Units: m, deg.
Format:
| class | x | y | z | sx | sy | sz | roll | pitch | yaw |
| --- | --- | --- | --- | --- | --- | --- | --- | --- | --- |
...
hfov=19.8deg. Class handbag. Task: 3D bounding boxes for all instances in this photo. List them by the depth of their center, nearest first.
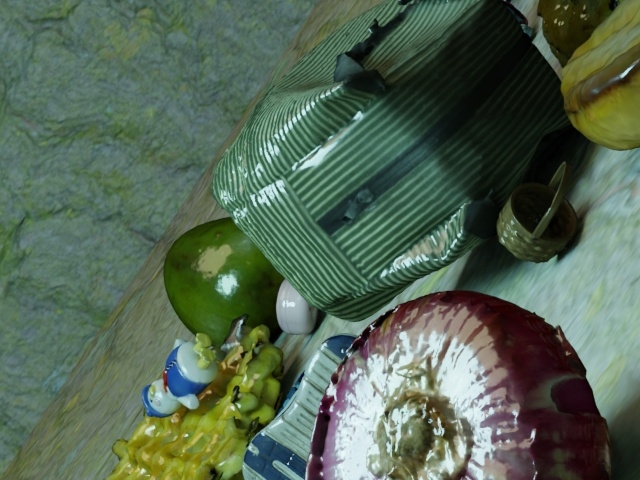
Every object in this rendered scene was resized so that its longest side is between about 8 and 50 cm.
| class | x | y | z | sx | sy | sz | roll | pitch | yaw |
| --- | --- | --- | --- | --- | --- | --- | --- | --- | --- |
| handbag | 0.090 | -0.103 | 1.700 | 0.341 | 0.247 | 0.240 | -46 | 4 | -34 |

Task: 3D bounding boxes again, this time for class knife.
| class | x | y | z | sx | sy | sz | roll | pitch | yaw |
| --- | --- | --- | --- | --- | --- | --- | --- | --- | --- |
| knife | -0.001 | -0.002 | 2.279 | 0.336 | 0.043 | 0.081 | -70 | -24 | -53 |

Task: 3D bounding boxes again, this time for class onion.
| class | x | y | z | sx | sy | sz | roll | pitch | yaw |
| --- | --- | --- | --- | --- | --- | --- | --- | --- | --- |
| onion | 0.106 | 0.151 | 1.219 | 0.230 | 0.163 | 0.230 | -21 | 57 | 37 |

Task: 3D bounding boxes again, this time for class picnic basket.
| class | x | y | z | sx | sy | sz | roll | pitch | yaw |
| --- | --- | --- | --- | --- | --- | --- | --- | --- | --- |
| picnic basket | 0.190 | -0.026 | 1.538 | 0.072 | 0.072 | 0.083 | -68 | 4 | -47 |

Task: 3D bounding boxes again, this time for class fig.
| class | x | y | z | sx | sy | sz | roll | pitch | yaw |
| --- | --- | --- | --- | --- | --- | --- | --- | --- | --- |
| fig | -0.112 | 0.050 | 2.361 | 0.181 | 0.191 | 0.181 | -51 | -29 | -43 |

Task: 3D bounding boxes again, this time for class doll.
| class | x | y | z | sx | sy | sz | roll | pitch | yaw |
| --- | --- | --- | --- | --- | --- | --- | --- | --- | --- |
| doll | -0.165 | 0.164 | 2.137 | 0.143 | 0.057 | 0.099 | -47 | 43 | 38 |

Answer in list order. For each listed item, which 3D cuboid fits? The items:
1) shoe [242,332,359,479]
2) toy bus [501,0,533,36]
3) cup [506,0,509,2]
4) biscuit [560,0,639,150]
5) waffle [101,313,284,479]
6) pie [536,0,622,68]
| class | x | y | z | sx | sy | sz | roll | pitch | yaw |
| --- | --- | --- | --- | --- | --- | --- | --- | --- | --- |
| shoe | 0.004 | 0.174 | 1.759 | 0.207 | 0.091 | 0.106 | -58 | -12 | 15 |
| toy bus | 0.166 | -0.185 | 2.086 | 0.195 | 0.081 | 0.089 | -62 | 3 | -24 |
| cup | 0.145 | -0.397 | 2.310 | 0.178 | 0.256 | 0.255 | -58 | 12 | -8 |
| biscuit | 0.293 | -0.170 | 1.461 | 0.274 | 0.091 | 0.213 | -43 | 14 | 44 |
| waffle | -0.171 | 0.282 | 2.146 | 0.382 | 0.095 | 0.380 | -45 | 16 | 33 |
| pie | 0.291 | -0.290 | 1.764 | 0.277 | 0.078 | 0.277 | -59 | 13 | 22 |
